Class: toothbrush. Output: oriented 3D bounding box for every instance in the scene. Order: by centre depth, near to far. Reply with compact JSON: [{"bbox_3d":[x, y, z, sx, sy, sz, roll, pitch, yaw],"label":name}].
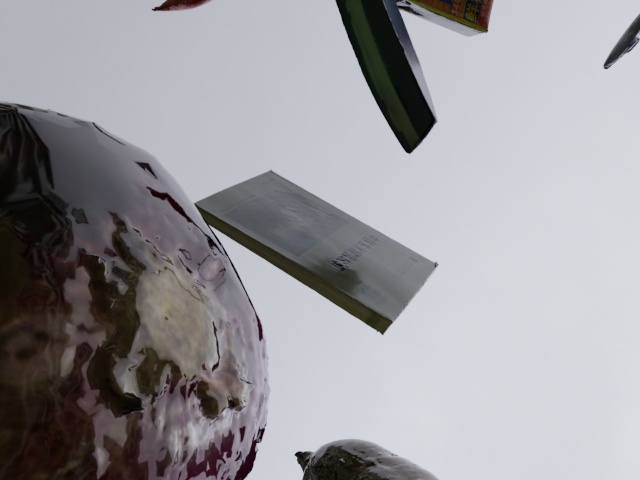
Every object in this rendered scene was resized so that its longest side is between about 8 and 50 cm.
[{"bbox_3d":[0.478,-0.347,0.947,0.035,0.413,0.042,-38,-104,-13],"label":"toothbrush"}]

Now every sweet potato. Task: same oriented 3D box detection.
[{"bbox_3d":[0.074,0.347,0.902,0.370,0.158,0.157,-164,-95,-69],"label":"sweet potato"}]

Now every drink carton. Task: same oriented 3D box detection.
[{"bbox_3d":[0.188,-0.377,1.075,0.056,0.166,0.071,9,-92,62],"label":"drink carton"}]

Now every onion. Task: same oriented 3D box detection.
[{"bbox_3d":[-0.241,0.095,0.478,0.386,0.348,0.347,-21,-102,28],"label":"onion"}]

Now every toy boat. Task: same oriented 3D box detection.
[{"bbox_3d":[0.087,-0.263,0.935,0.062,0.096,0.299,-23,-97,23],"label":"toy boat"}]

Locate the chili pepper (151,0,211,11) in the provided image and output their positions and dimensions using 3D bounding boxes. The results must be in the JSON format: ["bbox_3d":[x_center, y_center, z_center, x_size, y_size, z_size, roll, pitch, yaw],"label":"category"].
[{"bbox_3d":[-0.171,-0.358,1.002,0.045,0.178,0.027,19,-46,35],"label":"chili pepper"}]

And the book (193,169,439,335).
[{"bbox_3d":[0.000,0.000,0.884,0.283,0.215,0.025,29,-63,13],"label":"book"}]
